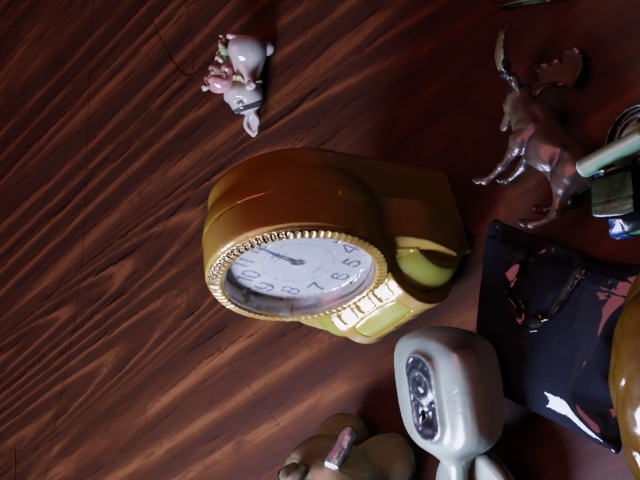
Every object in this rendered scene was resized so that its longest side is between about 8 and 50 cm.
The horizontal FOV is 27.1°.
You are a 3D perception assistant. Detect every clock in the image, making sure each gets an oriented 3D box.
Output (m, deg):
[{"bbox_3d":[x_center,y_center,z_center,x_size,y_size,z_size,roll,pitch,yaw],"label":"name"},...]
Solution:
[{"bbox_3d":[0.000,0.000,1.658,0.244,0.317,0.200,-39,49,38],"label":"clock"}]

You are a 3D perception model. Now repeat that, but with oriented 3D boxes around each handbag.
[{"bbox_3d":[0.263,0.099,1.513,0.254,0.089,0.211,22,104,50],"label":"handbag"}]

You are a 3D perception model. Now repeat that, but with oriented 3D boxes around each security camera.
[{"bbox_3d":[0.160,0.249,1.553,0.157,0.080,0.301,-1,100,57],"label":"security camera"}]

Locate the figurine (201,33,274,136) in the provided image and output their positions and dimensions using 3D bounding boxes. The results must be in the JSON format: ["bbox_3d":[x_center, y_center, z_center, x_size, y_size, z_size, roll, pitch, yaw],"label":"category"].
[{"bbox_3d":[-0.129,-0.236,2.020,0.098,0.081,0.146,9,90,12],"label":"figurine"}]

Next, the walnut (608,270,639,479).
[{"bbox_3d":[0.421,0.140,1.097,0.354,0.398,0.308,8,46,44],"label":"walnut"}]

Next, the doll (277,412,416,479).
[{"bbox_3d":[0.002,0.386,1.686,0.235,0.174,0.330,13,91,42],"label":"doll"}]

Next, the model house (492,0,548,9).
[{"bbox_3d":[0.246,-0.446,1.585,0.207,0.154,0.294,-1,82,50],"label":"model house"}]

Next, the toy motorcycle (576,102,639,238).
[{"bbox_3d":[0.426,-0.081,1.343,0.331,0.125,0.196,-17,70,41],"label":"toy motorcycle"}]

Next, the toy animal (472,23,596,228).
[{"bbox_3d":[0.258,-0.135,1.572,0.214,0.094,0.186,47,122,34],"label":"toy animal"}]
